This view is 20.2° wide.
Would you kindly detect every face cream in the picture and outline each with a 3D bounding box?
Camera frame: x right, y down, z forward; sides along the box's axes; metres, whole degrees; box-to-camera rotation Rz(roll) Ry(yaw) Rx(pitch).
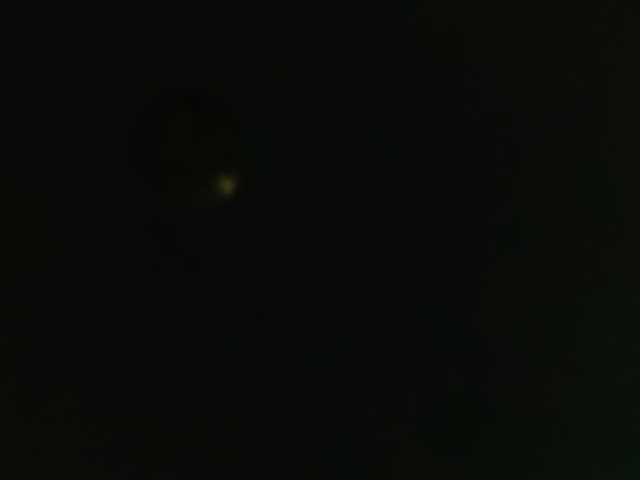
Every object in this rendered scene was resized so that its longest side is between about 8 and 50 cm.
[{"bbox_3d":[0.000,0.000,0.491,0.249,0.249,0.225,-65,161,-3],"label":"face cream"}]
